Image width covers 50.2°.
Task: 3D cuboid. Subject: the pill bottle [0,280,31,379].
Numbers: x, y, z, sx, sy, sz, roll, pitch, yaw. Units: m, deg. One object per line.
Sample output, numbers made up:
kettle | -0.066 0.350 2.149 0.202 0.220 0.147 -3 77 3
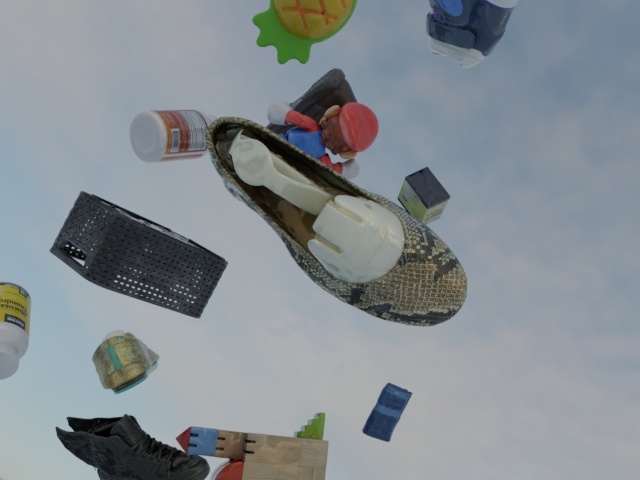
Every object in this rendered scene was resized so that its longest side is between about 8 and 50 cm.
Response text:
pill bottle | -0.598 0.168 1.275 0.184 0.103 0.103 -116 -176 -49

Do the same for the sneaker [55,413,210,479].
sneaker | -0.219 0.244 0.799 0.170 0.051 0.089 -6 -71 16

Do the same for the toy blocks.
toy blocks | -0.135 0.478 1.175 0.261 0.381 0.191 9 -17 -11

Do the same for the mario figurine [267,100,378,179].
mario figurine | -0.020 -0.228 1.590 0.321 0.170 0.198 -19 -32 2

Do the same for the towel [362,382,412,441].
towel | 0.137 0.354 1.404 0.067 0.119 0.029 24 5 -25

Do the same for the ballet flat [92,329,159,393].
ballet flat | -0.391 0.234 1.364 0.123 0.123 0.348 38 -15 -4

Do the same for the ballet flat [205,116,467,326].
ballet flat | -0.010 -0.043 0.994 0.483 0.164 0.182 38 -1 30

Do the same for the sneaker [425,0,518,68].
sneaker | 0.238 -0.498 1.396 0.323 0.130 0.236 46 -36 15

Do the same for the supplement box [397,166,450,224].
supplement box | 0.207 -0.086 1.379 0.083 0.056 0.083 57 -20 21

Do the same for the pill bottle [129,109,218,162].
pill bottle | -0.334 -0.251 1.629 0.121 0.216 0.121 8 -76 35

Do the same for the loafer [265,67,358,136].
loafer | -0.042 -0.287 1.732 0.130 0.133 0.366 46 -40 -14

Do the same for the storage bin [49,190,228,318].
storage bin | -0.219 0.019 0.841 0.122 0.084 0.180 25 -2 40

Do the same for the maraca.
maraca | -0.022 -0.359 1.050 0.127 0.185 0.099 39 3 -4
